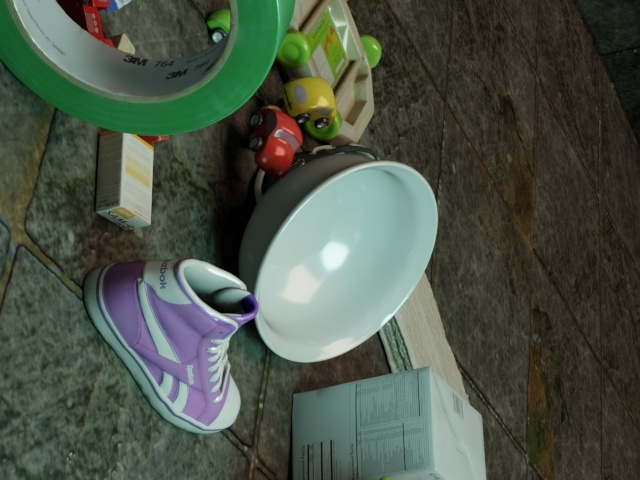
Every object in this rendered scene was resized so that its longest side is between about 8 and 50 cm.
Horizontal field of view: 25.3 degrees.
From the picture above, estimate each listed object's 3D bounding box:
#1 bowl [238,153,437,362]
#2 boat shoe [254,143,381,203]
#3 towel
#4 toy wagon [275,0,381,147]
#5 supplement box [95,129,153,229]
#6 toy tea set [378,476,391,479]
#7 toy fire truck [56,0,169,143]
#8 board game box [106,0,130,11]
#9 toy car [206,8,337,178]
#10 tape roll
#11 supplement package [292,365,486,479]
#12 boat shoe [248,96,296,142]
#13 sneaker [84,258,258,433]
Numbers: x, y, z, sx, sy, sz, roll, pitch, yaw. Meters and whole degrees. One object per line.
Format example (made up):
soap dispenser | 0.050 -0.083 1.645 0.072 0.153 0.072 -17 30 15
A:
bowl | 0.000 0.000 1.854 0.134 0.298 0.298 40 -3 39
boat shoe | 0.001 -0.084 2.014 0.302 0.091 0.114 -39 115 -63
towel | 0.166 0.194 2.310 0.282 0.049 0.187 71 24 -14
toy wagon | -0.005 -0.317 2.132 0.344 0.068 0.267 66 27 -24
supplement box | -0.219 -0.069 1.597 0.062 0.036 0.098 38 46 -56
toy tea set | 0.076 0.453 1.821 0.200 0.124 0.336 25 92 -46
toy fire truck | -0.237 -0.200 1.602 0.135 0.047 0.192 -12 90 -66
board game box | -0.242 -0.325 1.678 0.090 0.020 0.090 70 26 -20
toy car | -0.068 -0.219 1.903 0.225 0.053 0.239 55 32 -10
tape roll | -0.187 -0.254 1.401 0.321 0.321 0.077 63 29 -32
supplement package | 0.094 0.286 1.917 0.194 0.203 0.149 46 37 -52
boat shoe | -0.069 -0.163 1.957 0.045 0.050 0.135 61 26 -8
sneaker | -0.124 0.121 1.577 0.282 0.161 0.102 54 33 -45
